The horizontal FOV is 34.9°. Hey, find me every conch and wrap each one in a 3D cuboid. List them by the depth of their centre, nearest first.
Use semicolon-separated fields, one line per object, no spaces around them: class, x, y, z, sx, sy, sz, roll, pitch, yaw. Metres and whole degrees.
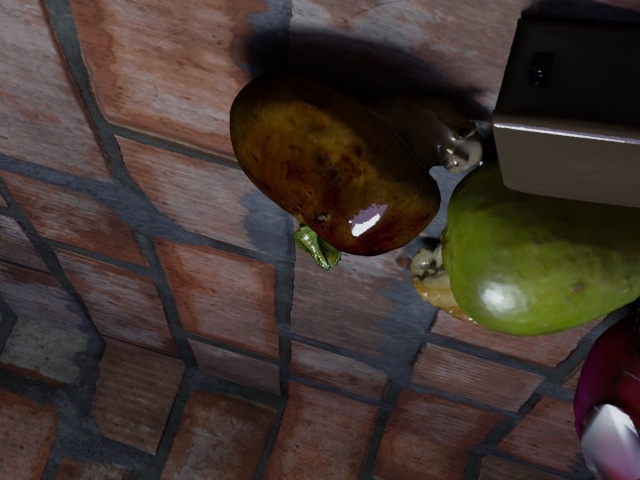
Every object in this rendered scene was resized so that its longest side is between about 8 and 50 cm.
conch;0.000;0.000;1.936;0.089;0.074;0.121;-24;96;40

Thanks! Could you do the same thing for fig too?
fig;0.336;0.014;1.470;0.326;0.258;0.258;6;160;-5

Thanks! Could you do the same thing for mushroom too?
mushroom;0.050;-0.127;1.454;0.345;0.259;0.345;39;177;2

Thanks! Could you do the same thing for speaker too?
speaker;0.336;-0.146;1.191;0.231;0.153;0.192;10;157;19

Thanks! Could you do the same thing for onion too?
onion;0.655;0.265;1.811;0.398;0.398;0.420;11;-158;17

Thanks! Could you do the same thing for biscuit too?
biscuit;0.299;0.067;1.799;0.274;0.091;0.213;-18;126;45
